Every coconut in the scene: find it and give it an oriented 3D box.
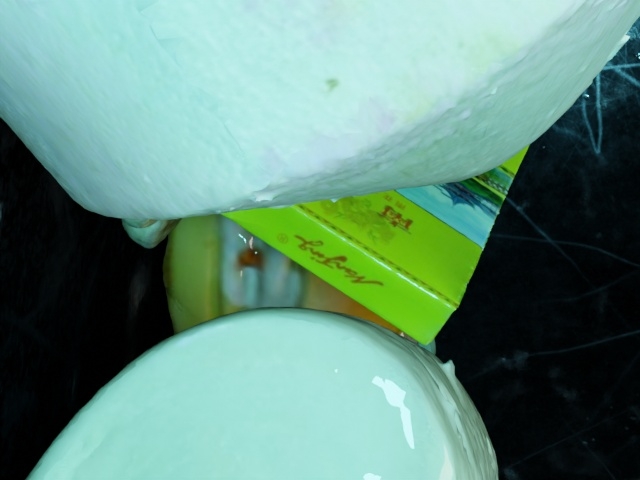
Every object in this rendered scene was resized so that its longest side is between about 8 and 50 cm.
[{"bbox_3d":[-0.013,-0.152,0.423,0.309,0.297,0.297,54,32,-30],"label":"coconut"}]

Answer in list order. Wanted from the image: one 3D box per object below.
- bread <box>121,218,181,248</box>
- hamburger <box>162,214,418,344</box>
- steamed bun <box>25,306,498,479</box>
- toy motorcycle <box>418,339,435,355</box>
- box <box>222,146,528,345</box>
[{"bbox_3d":[-0.043,-0.131,0.856,0.316,0.054,0.316,-54,178,-3],"label":"bread"},{"bbox_3d":[0.000,0.000,1.113,0.276,0.236,0.277,8,90,-81],"label":"hamburger"},{"bbox_3d":[-0.056,0.264,0.741,0.371,0.289,0.456,21,76,-78],"label":"steamed bun"},{"bbox_3d":[0.015,0.033,1.357,0.326,0.191,0.200,76,-6,-46],"label":"toy motorcycle"},{"bbox_3d":[0.057,-0.064,0.971,0.047,0.187,0.335,-58,178,34],"label":"box"}]
